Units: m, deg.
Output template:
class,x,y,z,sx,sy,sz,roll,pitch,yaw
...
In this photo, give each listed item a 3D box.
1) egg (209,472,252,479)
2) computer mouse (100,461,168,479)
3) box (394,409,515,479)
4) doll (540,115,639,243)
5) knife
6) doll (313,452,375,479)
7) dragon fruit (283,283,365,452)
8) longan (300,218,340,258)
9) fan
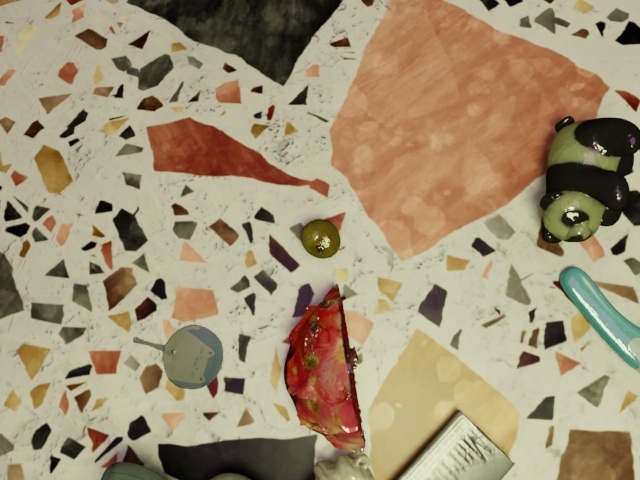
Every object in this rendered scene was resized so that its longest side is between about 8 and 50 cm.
class,x,y,z,sx,sy,sz,roll,pitch,yaw
egg,-0.133,0.432,0.731,0.135,0.103,0.103,33,82,10
computer mouse,-0.226,0.506,0.685,0.121,0.188,0.371,-18,73,-13
box,0.211,0.382,0.751,0.177,0.036,0.115,-44,78,-6
doll,0.458,-0.102,0.795,0.135,0.143,0.234,9,79,31
knife,0.497,0.137,0.787,0.064,0.031,0.222,-38,74,0
doll,-0.004,0.461,0.715,0.138,0.119,0.293,31,86,-14
dragon fruit,-0.003,0.208,0.742,0.126,0.161,0.274,-8,79,0
longan,0.000,0.000,0.829,0.075,0.083,0.075,1,116,3
fan,-0.261,0.204,0.841,0.175,0.005,0.113,14,79,7
